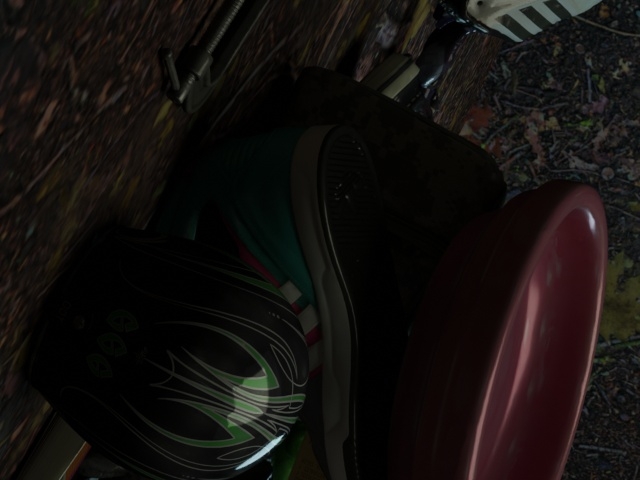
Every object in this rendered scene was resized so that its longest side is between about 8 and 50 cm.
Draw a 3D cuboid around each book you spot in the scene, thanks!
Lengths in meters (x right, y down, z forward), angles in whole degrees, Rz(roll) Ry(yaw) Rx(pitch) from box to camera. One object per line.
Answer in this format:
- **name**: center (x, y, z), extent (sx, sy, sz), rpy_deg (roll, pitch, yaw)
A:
- **book**: center (-0.181, 0.149, 1.282), extent (0.144, 0.035, 0.096), rpy_deg (-60, 176, -21)

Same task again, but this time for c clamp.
- **c clamp**: center (-0.053, -0.143, 1.117), extent (0.161, 0.022, 0.137), rpy_deg (-59, 173, -21)

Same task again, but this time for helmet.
- **helmet**: center (-0.088, 0.079, 1.132), extent (0.169, 0.161, 0.169), rpy_deg (-61, 174, -12)

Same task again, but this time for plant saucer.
- **plant saucer**: center (0.136, 0.110, 1.372), extent (0.332, 0.084, 0.332), rpy_deg (14, 90, -70)

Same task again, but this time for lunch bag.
- **lunch bag**: center (0.015, 0.026, 1.509), extent (0.256, 0.212, 0.305), rpy_deg (-62, 173, -9)

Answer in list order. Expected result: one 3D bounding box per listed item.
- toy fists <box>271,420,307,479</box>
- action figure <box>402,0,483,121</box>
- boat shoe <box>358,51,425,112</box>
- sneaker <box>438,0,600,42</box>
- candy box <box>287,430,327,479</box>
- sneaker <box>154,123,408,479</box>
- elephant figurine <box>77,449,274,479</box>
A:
- **toy fists**: center (-0.017, 0.193, 1.697), extent (0.279, 0.142, 0.096), rpy_deg (8, 127, -43)
- **action figure**: center (0.119, -0.193, 1.992), extent (0.285, 0.099, 0.185), rpy_deg (-60, -178, 17)
- **boat shoe**: center (0.014, 0.034, 1.823), extent (0.500, 0.156, 0.187), rpy_deg (-67, 170, 27)
- **sneaker**: center (0.208, -0.344, 1.710), extent (0.257, 0.169, 0.447), rpy_deg (-38, 149, -12)
- **candy box**: center (0.005, 0.293, 1.432), extent (0.316, 0.087, 0.183), rpy_deg (-69, 159, -3)
- **sneaker**: center (-0.044, 0.054, 1.288), extent (0.124, 0.178, 0.296), rpy_deg (-43, 130, -53)
- **elephant figurine**: center (-0.137, 0.233, 1.514), extent (0.169, 0.186, 0.239), rpy_deg (-21, -176, -24)
